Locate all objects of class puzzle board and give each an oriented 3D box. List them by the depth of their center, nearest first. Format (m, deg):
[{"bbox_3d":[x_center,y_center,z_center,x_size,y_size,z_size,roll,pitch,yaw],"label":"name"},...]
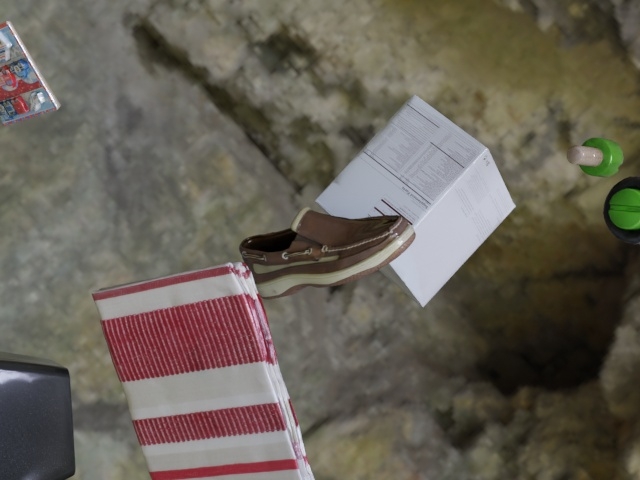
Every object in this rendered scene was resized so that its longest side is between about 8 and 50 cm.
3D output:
[{"bbox_3d":[-0.317,-0.164,1.281,0.128,0.011,0.096,-6,-62,52],"label":"puzzle board"}]

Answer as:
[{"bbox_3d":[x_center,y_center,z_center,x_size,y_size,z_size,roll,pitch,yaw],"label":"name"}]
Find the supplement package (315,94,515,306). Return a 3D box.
[{"bbox_3d":[0.137,-0.053,1.787,0.149,0.203,0.194,41,-5,30],"label":"supplement package"}]

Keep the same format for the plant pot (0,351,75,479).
[{"bbox_3d":[-0.386,0.218,1.513,0.188,0.167,0.187,179,-93,-67],"label":"plant pot"}]

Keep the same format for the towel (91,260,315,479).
[{"bbox_3d":[-0.134,0.195,1.508,0.037,0.237,0.329,-27,103,-55],"label":"towel"}]

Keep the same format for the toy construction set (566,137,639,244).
[{"bbox_3d":[0.430,-0.049,1.082,0.237,0.309,0.257,3,56,-51],"label":"toy construction set"}]

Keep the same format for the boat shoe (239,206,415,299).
[{"bbox_3d":[-0.003,0.004,1.619,0.095,0.257,0.095,59,36,-17],"label":"boat shoe"}]
